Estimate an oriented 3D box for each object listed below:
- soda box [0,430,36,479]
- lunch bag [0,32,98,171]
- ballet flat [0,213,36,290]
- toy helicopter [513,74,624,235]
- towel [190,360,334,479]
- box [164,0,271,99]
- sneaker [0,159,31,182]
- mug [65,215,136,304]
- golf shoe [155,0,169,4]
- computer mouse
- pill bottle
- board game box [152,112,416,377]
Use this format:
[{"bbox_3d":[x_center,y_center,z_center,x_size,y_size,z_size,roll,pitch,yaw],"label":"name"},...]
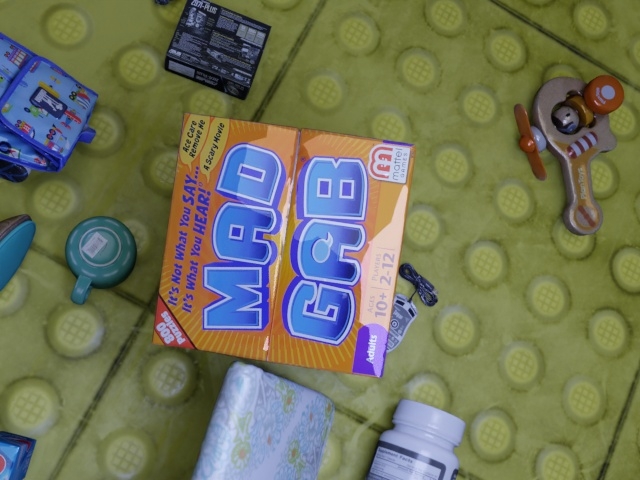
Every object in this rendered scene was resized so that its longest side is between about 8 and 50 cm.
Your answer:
[{"bbox_3d":[-0.527,0.363,1.282,0.067,0.210,0.071,17,76,-10],"label":"soda box"},{"bbox_3d":[-0.558,-0.244,1.414,0.293,0.138,0.221,25,39,-18],"label":"lunch bag"},{"bbox_3d":[-0.641,0.090,1.378,0.124,0.116,0.343,20,78,10],"label":"ballet flat"},{"bbox_3d":[0.541,-0.185,1.692,0.234,0.140,0.355,-4,82,-12],"label":"toy helicopter"},{"bbox_3d":[-0.103,0.395,1.321,0.090,0.374,0.321,7,74,25],"label":"towel"},{"bbox_3d":[-0.211,-0.394,1.582,0.180,0.077,0.147,19,75,-9],"label":"box"},{"bbox_3d":[-0.632,-0.185,1.450,0.211,0.080,0.081,28,51,-6],"label":"sneaker"},{"bbox_3d":[-0.406,0.033,1.437,0.129,0.097,0.158,-7,80,-15],"label":"mug"},{"bbox_3d":[-0.348,-0.585,1.598,0.094,0.077,0.198,-35,95,-28],"label":"golf shoe"},{"bbox_3d":[0.158,0.147,1.581,0.106,0.042,0.193,43,67,-7],"label":"computer mouse"},{"bbox_3d":[0.166,0.457,1.455,0.161,0.161,0.283,24,74,-8],"label":"pill bottle"},{"bbox_3d":[-0.052,0.005,1.323,0.356,0.356,0.357,8,91,1],"label":"board game box"}]
